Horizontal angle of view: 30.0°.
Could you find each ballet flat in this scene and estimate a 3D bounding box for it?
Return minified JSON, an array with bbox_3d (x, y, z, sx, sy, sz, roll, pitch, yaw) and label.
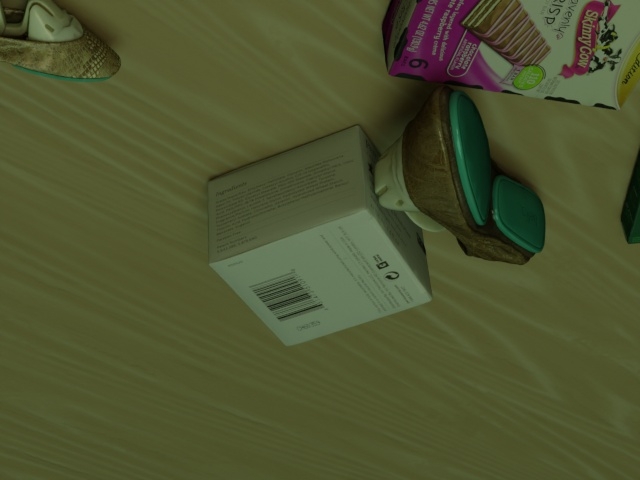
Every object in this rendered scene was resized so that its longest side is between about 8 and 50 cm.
[{"bbox_3d":[-0.273,-0.188,1.044,0.206,0.073,0.067,6,127,-19],"label":"ballet flat"},{"bbox_3d":[0.128,-0.053,1.194,0.124,0.116,0.342,-4,164,24],"label":"ballet flat"}]

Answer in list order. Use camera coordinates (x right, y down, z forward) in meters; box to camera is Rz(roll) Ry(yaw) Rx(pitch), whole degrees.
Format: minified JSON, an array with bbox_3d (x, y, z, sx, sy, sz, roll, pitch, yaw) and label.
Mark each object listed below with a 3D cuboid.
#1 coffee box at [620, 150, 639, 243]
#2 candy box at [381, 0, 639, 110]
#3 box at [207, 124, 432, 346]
[{"bbox_3d":[0.395,-0.069,1.280,0.113,0.040,0.184,-5,143,0],"label":"coffee box"},{"bbox_3d":[0.188,-0.206,1.059,0.233,0.071,0.159,6,141,-13],"label":"candy box"},{"bbox_3d":[0.000,0.000,1.265,0.182,0.119,0.181,-19,140,18],"label":"box"}]
